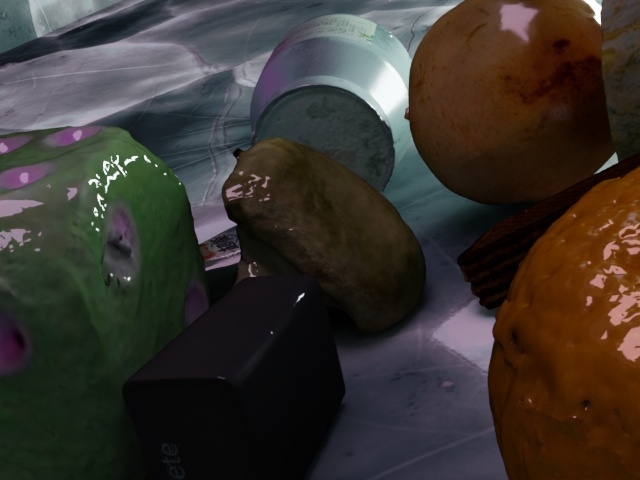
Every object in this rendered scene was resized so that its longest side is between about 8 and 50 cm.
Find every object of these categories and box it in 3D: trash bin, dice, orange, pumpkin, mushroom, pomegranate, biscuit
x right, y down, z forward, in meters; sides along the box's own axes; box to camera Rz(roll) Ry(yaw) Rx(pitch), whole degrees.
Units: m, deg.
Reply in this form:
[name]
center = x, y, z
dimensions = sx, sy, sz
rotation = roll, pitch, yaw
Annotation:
[trash bin]
center = -0.068, 0.145, 1.124
dimensions = 0.115, 0.165, 0.225
rotation = -5, 21, 23
[dice]
center = -0.307, 0.074, 1.221
dimensions = 0.322, 0.330, 0.318
rotation = -7, 25, 14
[orange]
center = 0.285, 0.106, 0.829
dimensions = 0.340, 0.293, 0.340
rotation = -16, 37, 13
[pumpkin]
center = 0.446, -0.178, 1.401
dimensions = 0.199, 0.332, 0.332
rotation = -16, 17, 35
[mushroom]
center = 0.001, -0.010, 1.376
dimensions = 0.212, 0.217, 0.292
rotation = 3, 27, 29
[pomegranate]
center = 0.248, -0.184, 1.550
dimensions = 0.319, 0.319, 0.319
rotation = -13, 22, 5
[biscuit]
center = 0.320, -0.039, 1.260
dimensions = 0.388, 0.073, 0.107
rotation = -27, 7, 32

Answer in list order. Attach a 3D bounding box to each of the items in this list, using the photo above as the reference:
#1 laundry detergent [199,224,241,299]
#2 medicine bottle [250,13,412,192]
[laundry detergent]
center = -0.146, 0.038, 1.547
dimensions = 0.222, 0.078, 0.144
rotation = -23, 22, -14
[medicine bottle]
center = 0.019, -0.177, 1.740
dimensions = 0.245, 0.245, 0.290
rotation = -11, 23, 10
